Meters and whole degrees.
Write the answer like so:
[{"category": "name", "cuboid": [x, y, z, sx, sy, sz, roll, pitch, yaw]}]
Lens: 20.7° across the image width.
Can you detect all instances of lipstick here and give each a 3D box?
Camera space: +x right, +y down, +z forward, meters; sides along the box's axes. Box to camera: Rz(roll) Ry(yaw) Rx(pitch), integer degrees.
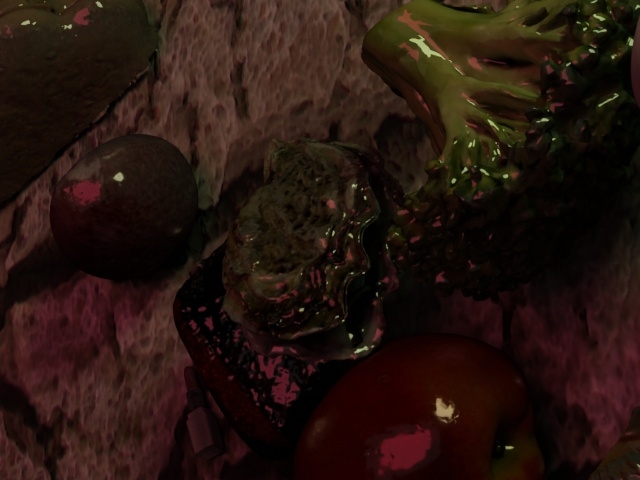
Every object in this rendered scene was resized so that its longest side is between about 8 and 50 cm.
[{"category": "lipstick", "cuboid": [-0.128, 0.177, 1.836, 0.025, 0.025, 0.107, -33, 53, 20]}]

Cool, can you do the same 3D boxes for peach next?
[{"category": "peach", "cuboid": [0.083, 0.194, 1.590, 0.243, 0.199, 0.243, -20, 54, 31]}]

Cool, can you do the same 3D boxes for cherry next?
[{"category": "cherry", "cuboid": [-0.209, -0.037, 1.875, 0.140, 0.176, 0.176, 46, 102, 8]}]

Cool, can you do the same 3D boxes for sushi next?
[{"category": "sushi", "cuboid": [-0.049, 0.102, 1.742, 0.126, 0.136, 0.225, -40, 57, 16]}]

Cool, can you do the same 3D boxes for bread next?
[{"category": "bread", "cuboid": [-0.350, -0.180, 2.006, 0.337, 0.183, 0.102, -43, 49, 13]}]

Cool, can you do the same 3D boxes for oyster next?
[{"category": "oyster", "cuboid": [0.000, 0.000, 1.668, 0.198, 0.112, 0.268, -9, 49, 26]}]

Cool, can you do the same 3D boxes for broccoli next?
[{"category": "broccoli", "cuboid": [0.188, -0.112, 1.547, 0.324, 0.334, 0.272, -25, 88, 14]}]

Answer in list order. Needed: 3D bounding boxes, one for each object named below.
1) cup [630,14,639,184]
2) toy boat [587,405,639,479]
[{"category": "cup", "cuboid": [0.383, -0.111, 1.409, 0.274, 0.356, 0.259, -59, 31, 5]}, {"category": "toy boat", "cuboid": [0.431, 0.203, 1.407, 0.445, 0.136, 0.162, -7, 76, 30]}]
